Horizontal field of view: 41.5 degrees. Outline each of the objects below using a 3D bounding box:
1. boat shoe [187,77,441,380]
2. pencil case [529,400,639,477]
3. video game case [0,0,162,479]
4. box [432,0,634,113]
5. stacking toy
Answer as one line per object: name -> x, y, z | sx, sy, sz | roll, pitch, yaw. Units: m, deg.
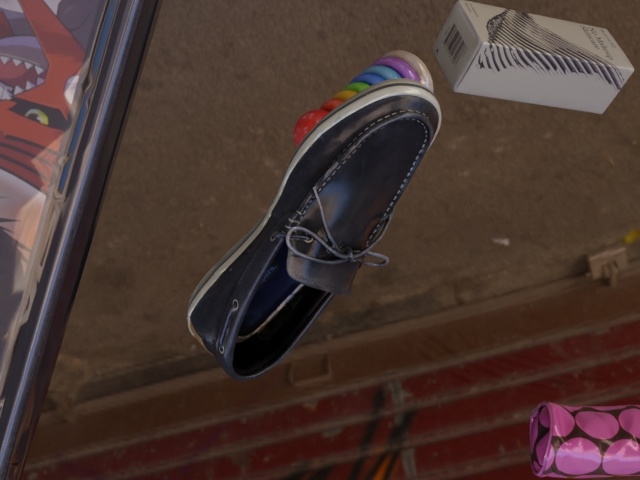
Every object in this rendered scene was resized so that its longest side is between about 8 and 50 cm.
boat shoe -> 0.000, 0.000, 1.162 | 0.186, 0.156, 0.500 | 24, 115, -41
pencil case -> 0.351, 0.229, 0.995 | 0.209, 0.098, 0.095 | 1, 153, -3
video game case -> -0.205, -0.039, 0.307 | 0.248, 0.035, 0.275 | 18, 99, -3
box -> 0.315, -0.269, 1.255 | 0.275, 0.113, 0.094 | 2, 139, -24
stacking toy -> 0.069, -0.245, 1.573 | 0.330, 0.141, 0.141 | -34, 156, -41
